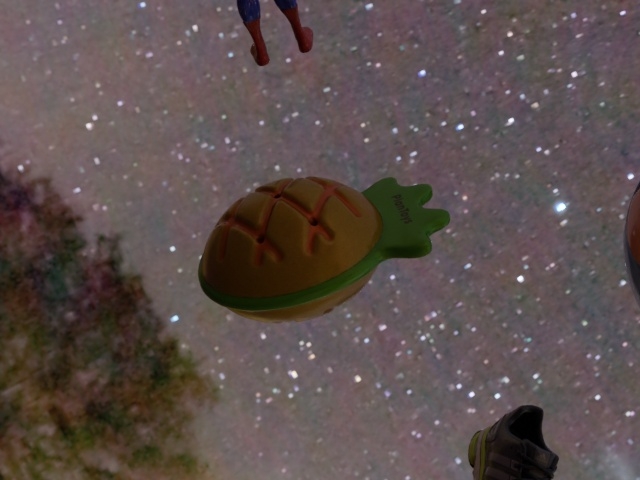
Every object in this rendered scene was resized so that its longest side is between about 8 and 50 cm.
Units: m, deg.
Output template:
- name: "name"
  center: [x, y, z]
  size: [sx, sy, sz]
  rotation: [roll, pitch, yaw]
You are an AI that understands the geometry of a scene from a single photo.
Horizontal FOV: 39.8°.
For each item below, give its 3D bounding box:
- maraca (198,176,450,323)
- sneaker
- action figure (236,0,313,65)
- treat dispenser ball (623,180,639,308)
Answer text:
- name: "maraca"
  center: [0.000, 0.000, 0.644]
  size: [0.127, 0.185, 0.099]
  rotation: [-110, -177, -54]
- name: "sneaker"
  center: [0.274, 0.346, 1.231]
  size: [0.111, 0.300, 0.121]
  rotation: [21, -58, -12]
- name: "action figure"
  center: [-0.087, -0.346, 0.967]
  size: [0.280, 0.091, 0.139]
  rotation: [69, 5, -47]
- name: "treat dispenser ball"
  center: [0.452, 0.004, 0.880]
  size: [0.288, 0.288, 0.288]
  rotation: [34, -42, 38]
